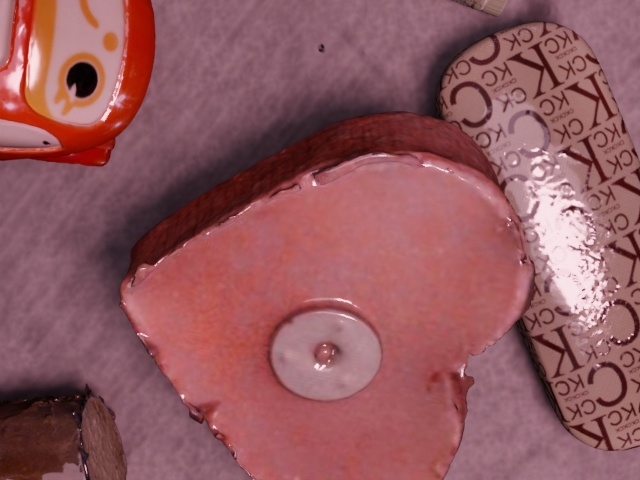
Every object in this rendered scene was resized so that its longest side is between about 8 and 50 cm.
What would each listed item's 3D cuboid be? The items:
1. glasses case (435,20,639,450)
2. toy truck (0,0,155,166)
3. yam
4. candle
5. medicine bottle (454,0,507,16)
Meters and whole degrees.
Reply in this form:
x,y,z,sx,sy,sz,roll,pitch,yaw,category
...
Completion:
x,y,z,sx,sy,sz,roll,pitch,yaw,category
0.204,-0.001,0.928,0.137,0.085,0.355,-22,94,0,glasses case
-0.256,-0.153,0.822,0.264,0.239,0.189,7,94,-3,toy truck
-0.294,0.188,0.906,0.279,0.131,0.131,-5,94,1,yam
-0.008,0.053,0.874,0.287,0.131,0.317,9,114,-8,candle
0.113,-0.217,0.929,0.083,0.047,0.047,19,93,-4,medicine bottle
